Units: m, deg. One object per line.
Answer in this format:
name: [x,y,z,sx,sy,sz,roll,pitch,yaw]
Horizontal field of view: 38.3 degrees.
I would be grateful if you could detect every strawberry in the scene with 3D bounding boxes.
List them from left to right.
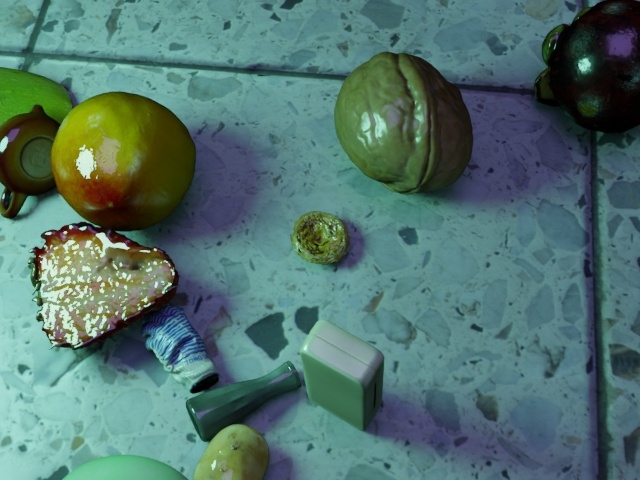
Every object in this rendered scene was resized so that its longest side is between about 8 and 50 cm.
strawberry: [-0.432,0.078,1.823,0.280,0.150,0.253,-30,71,-7]

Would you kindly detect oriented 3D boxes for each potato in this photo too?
potato: [-0.162,0.415,1.659,0.118,0.109,0.178,8,55,29]

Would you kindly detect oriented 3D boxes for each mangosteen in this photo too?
mangosteen: [0.625,-0.379,1.987,0.311,0.311,0.311,0,61,1]

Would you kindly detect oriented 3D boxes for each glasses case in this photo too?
glasses case: [0.041,0.244,1.631,0.131,0.313,0.070,28,69,15]

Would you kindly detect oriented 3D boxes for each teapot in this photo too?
teapot: [-0.635,-0.169,1.976,0.135,0.178,0.252,23,92,48]

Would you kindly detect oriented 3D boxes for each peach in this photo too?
peach: [-0.412,-0.158,1.862,0.289,0.289,0.308,26,39,15]

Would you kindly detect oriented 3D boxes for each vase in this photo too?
vase: [-0.142,0.297,1.742,0.214,0.086,0.086,-24,63,-17]

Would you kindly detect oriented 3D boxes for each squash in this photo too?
squash: [-0.734,-0.291,2.084,0.309,0.210,0.234,3,55,-30]

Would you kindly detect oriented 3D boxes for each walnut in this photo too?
walnut: [0.173,-0.239,1.922,0.252,0.277,0.313,-33,52,27]

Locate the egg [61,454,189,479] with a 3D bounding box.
egg: [-0.334,0.475,1.564,0.269,0.220,0.220,-7,61,-4]

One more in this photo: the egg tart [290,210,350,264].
egg tart: [0.000,0.000,1.917,0.128,0.049,0.129,2,60,-4]

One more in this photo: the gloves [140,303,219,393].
gloves: [-0.280,0.199,1.797,0.119,0.097,0.229,-16,48,-45]
